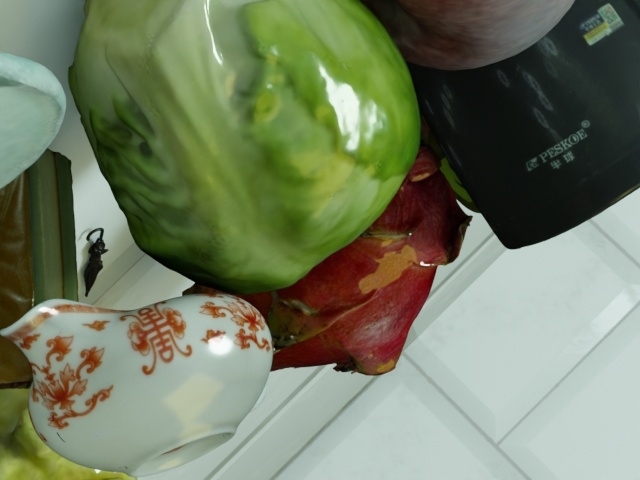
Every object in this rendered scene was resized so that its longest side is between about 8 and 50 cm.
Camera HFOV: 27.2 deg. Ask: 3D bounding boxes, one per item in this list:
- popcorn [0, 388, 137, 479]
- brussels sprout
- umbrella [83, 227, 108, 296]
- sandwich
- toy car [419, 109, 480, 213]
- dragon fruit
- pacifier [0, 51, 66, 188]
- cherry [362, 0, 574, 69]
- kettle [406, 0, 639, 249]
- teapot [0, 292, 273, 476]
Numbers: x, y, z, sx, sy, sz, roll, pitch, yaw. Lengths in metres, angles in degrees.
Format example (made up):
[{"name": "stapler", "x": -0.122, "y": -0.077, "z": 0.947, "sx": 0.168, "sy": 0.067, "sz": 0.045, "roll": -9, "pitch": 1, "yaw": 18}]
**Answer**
[{"name": "popcorn", "x": -0.261, "y": 0.231, "z": 1.164, "sx": 0.215, "sy": 0.252, "sz": 0.286, "roll": 25, "pitch": 111, "yaw": -32}, {"name": "brussels sprout", "x": -0.054, "y": -0.087, "z": 0.841, "sx": 0.210, "sy": 0.219, "sz": 0.271, "roll": -36, "pitch": 146, "yaw": 1}, {"name": "umbrella", "x": -0.194, "y": 0.019, "z": 1.142, "sx": 0.022, "sy": 0.013, "sz": 0.122, "roll": -25, "pitch": 160, "yaw": -23}, {"name": "sandwich", "x": -0.233, "y": 0.022, "z": 0.907, "sx": 0.113, "sy": 0.163, "sz": 0.079, "roll": -5, "pitch": 175, "yaw": 15}, {"name": "toy car", "x": 0.184, "y": -0.117, "z": 1.331, "sx": 0.248, "sy": 0.198, "sz": 0.204, "roll": -1, "pitch": 156, "yaw": -39}, {"name": "dragon fruit", "x": -0.002, "y": 0.003, "z": 1.196, "sx": 0.315, "sy": 0.250, "sz": 0.250, "roll": -57, "pitch": 163, "yaw": 18}, {"name": "pacifier", "x": -0.235, "y": 0.009, "z": 0.504, "sx": 0.288, "sy": 0.269, "sz": 0.343, "roll": -21, "pitch": 163, "yaw": 5}, {"name": "cherry", "x": 0.104, "y": -0.235, "z": 0.867, "sx": 0.239, "sy": 0.206, "sz": 0.239, "roll": -34, "pitch": 155, "yaw": -19}, {"name": "kettle", "x": 0.183, "y": -0.180, "z": 1.059, "sx": 0.268, "sy": 0.290, "sz": 0.207, "roll": -31, "pitch": -174, "yaw": 29}, {"name": "teapot", "x": -0.101, "y": 0.091, "z": 0.864, "sx": 0.159, "sy": 0.116, "sz": 0.245, "roll": -42, "pitch": 162, "yaw": 14}]
